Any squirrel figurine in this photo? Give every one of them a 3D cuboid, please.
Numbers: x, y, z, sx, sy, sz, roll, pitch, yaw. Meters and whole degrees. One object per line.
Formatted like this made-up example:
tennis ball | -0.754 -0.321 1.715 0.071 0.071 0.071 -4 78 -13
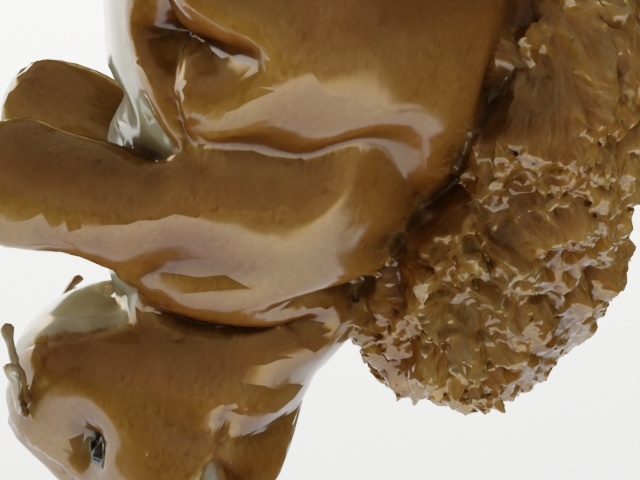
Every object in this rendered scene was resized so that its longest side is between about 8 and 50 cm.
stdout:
squirrel figurine | 0.000 0.000 0.864 0.397 0.370 0.281 8 -168 -9
